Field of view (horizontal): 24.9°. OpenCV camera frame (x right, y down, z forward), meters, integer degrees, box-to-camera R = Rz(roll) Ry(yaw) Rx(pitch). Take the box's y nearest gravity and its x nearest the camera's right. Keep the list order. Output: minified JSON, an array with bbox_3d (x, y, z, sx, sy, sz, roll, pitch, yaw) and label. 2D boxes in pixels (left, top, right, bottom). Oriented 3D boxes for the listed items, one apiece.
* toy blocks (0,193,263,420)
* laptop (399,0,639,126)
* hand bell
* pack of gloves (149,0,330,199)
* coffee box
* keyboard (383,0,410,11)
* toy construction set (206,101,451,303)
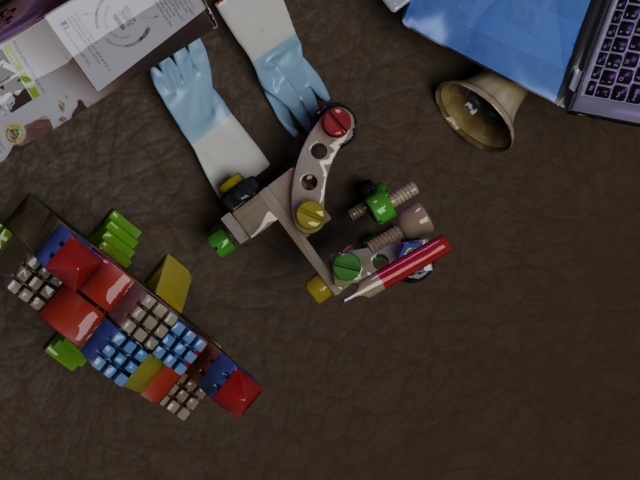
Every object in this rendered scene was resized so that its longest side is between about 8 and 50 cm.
[{"bbox_3d":[-0.233,0.095,1.696,0.381,0.261,0.190,42,85,-29],"label":"toy blocks"},{"bbox_3d":[0.381,-0.363,1.805,0.236,0.408,0.382,31,77,-54],"label":"laptop"},{"bbox_3d":[0.275,-0.245,1.945,0.242,0.126,0.126,-49,120,-20],"label":"hand bell"},{"bbox_3d":[-0.103,-0.197,1.805,0.195,0.046,0.232,-37,127,-12],"label":"pack of gloves"},{"bbox_3d":[-0.288,-0.224,1.626,0.297,0.168,0.119,-34,117,-12],"label":"coffee box"},{"bbox_3d":[0.171,-0.387,1.808,0.256,0.014,0.072,-37,85,-3],"label":"keyboard"},{"bbox_3d":[0.000,0.000,1.769,0.237,0.309,0.257,-30,114,-4],"label":"toy construction set"}]
